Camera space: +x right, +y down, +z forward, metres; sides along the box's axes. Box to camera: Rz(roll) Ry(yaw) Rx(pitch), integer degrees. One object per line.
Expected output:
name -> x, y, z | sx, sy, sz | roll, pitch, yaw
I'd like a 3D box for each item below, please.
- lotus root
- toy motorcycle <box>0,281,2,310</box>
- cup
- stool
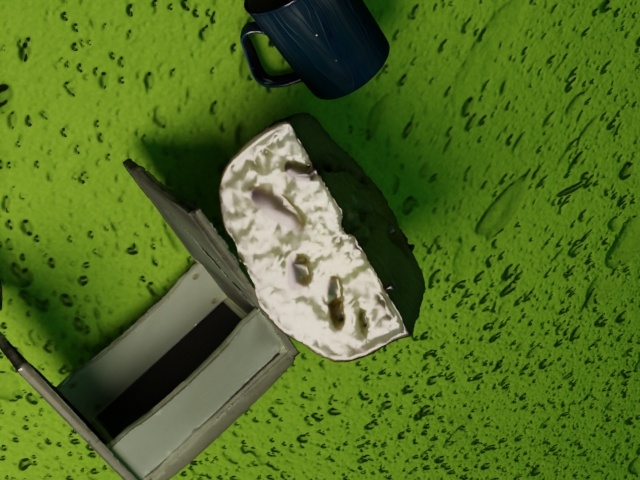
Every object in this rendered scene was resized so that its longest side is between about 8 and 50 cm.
lotus root -> -0.004, -0.013, 1.310 | 0.149, 0.260, 0.267 | -28, 97, 13
toy motorcycle -> -0.418, -0.047, 1.191 | 0.173, 0.108, 0.307 | -13, 120, -24
cup -> -0.012, -0.241, 1.291 | 0.138, 0.150, 0.113 | 51, 53, -34
stool -> -0.203, 0.100, 1.268 | 0.244, 0.170, 0.269 | -42, 132, -14
